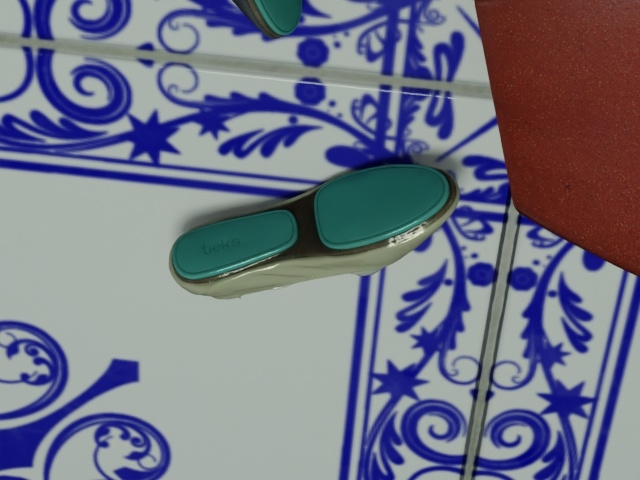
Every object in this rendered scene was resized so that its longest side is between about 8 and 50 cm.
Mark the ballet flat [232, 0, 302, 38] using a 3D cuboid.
[{"bbox_3d":[-0.068,-0.236,1.006,0.074,0.074,0.203,-9,128,12],"label":"ballet flat"}]

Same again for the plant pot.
[{"bbox_3d":[0.253,-0.122,0.923,0.236,0.267,0.267,7,128,34],"label":"plant pot"}]

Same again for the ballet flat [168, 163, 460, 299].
[{"bbox_3d":[0.000,0.000,1.153,0.248,0.086,0.086,-12,122,16],"label":"ballet flat"}]
